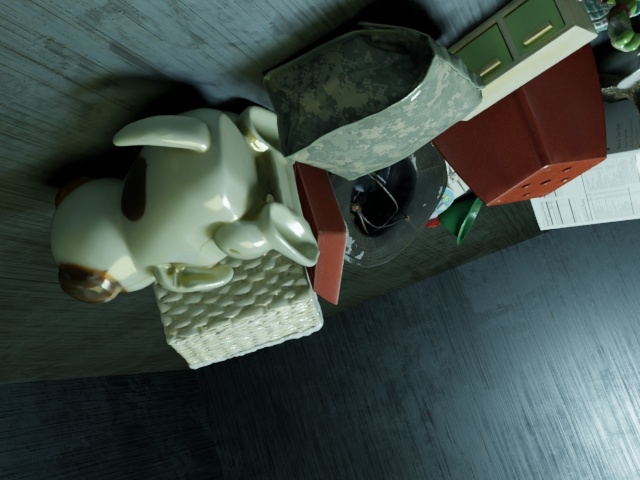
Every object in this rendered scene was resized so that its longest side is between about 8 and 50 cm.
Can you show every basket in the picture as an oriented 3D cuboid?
[{"bbox_3d":[-0.190,0.067,1.515,0.331,0.328,0.266,-17,163,-5],"label":"basket"}]

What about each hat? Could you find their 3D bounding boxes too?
[{"bbox_3d":[0.400,-0.095,2.247,0.208,0.184,0.173,-65,161,8],"label":"hat"},{"bbox_3d":[0.113,-0.115,1.520,0.331,0.331,0.134,-11,-155,-28],"label":"hat"}]

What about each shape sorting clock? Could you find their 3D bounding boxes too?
[{"bbox_3d":[0.241,-0.081,1.755,0.206,0.040,0.206,-13,153,-7],"label":"shape sorting clock"}]

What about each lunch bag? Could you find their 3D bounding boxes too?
[{"bbox_3d":[0.095,-0.227,1.098,0.287,0.168,0.235,-21,166,26],"label":"lunch bag"}]

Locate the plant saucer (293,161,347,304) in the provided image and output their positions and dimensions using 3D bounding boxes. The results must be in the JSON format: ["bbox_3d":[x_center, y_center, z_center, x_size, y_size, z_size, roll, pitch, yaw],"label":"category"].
[{"bbox_3d":[-0.013,-0.040,1.355,0.048,0.259,0.258,-11,146,-11],"label":"plant saucer"}]

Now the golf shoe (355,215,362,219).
[{"bbox_3d":[0.050,-0.024,1.601,0.140,0.306,0.115,-4,128,18],"label":"golf shoe"}]

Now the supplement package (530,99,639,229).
[{"bbox_3d":[0.627,-0.175,1.615,0.263,0.199,0.198,-8,131,28],"label":"supplement package"}]

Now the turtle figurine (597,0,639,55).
[{"bbox_3d":[0.432,-0.362,0.914,0.266,0.274,0.198,4,140,-36],"label":"turtle figurine"}]

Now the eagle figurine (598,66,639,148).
[{"bbox_3d":[0.652,-0.310,1.405,0.226,0.298,0.225,8,133,-11],"label":"eagle figurine"}]

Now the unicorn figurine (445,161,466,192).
[{"bbox_3d":[0.263,-0.181,1.600,0.162,0.060,0.111,11,145,14],"label":"unicorn figurine"}]

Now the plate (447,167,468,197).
[{"bbox_3d":[0.253,-0.128,1.769,0.277,0.045,0.278,-33,149,31],"label":"plate"}]

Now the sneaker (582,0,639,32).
[{"bbox_3d":[0.471,-0.382,1.204,0.167,0.065,0.076,-12,168,-18],"label":"sneaker"}]

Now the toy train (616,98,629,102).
[{"bbox_3d":[0.816,-0.371,1.608,0.143,0.105,0.248,-19,170,-46],"label":"toy train"}]

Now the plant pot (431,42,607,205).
[{"bbox_3d":[0.400,-0.216,1.374,0.267,0.235,0.267,-9,162,-31],"label":"plant pot"}]

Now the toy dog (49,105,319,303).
[{"bbox_3d":[-0.262,-0.033,1.161,0.408,0.284,0.395,-22,165,23],"label":"toy dog"}]

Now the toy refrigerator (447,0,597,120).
[{"bbox_3d":[0.306,-0.314,1.165,0.094,0.102,0.269,-3,160,-46],"label":"toy refrigerator"}]
